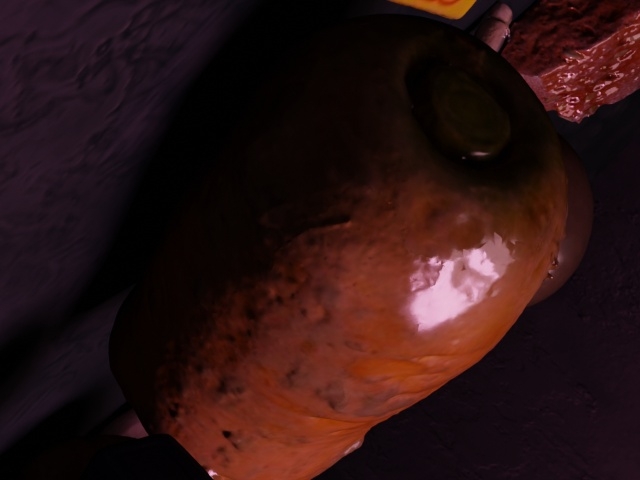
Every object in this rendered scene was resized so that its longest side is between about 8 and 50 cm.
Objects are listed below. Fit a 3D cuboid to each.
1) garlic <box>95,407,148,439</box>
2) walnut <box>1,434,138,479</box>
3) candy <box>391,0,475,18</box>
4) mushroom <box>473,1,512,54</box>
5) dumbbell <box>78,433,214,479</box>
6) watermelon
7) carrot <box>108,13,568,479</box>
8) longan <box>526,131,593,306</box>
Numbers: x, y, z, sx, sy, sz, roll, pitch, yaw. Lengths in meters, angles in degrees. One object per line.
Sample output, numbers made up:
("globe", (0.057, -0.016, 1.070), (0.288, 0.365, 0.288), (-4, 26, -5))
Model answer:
("garlic", (-0.140, 0.235, 1.523), (0.178, 0.143, 0.229), (-35, 156, 2))
("walnut", (-0.187, 0.286, 1.324), (0.283, 0.283, 0.227), (118, -8, -58))
("candy", (0.082, -0.227, 0.674), (0.146, 0.088, 0.276), (3, 134, -51))
("mushroom", (0.101, -0.131, 1.339), (0.187, 0.061, 0.060), (-48, 143, -33))
("dumbbell", (-0.207, 0.225, 0.988), (0.316, 0.144, 0.156), (-12, 152, -32))
("watermelon", (0.245, -0.187, 1.549), (0.256, 0.140, 0.193), (-33, 158, -22))
("carrot", (0.004, 0.014, 1.051), (0.224, 0.224, 0.341), (-34, 172, -46))
("longan", (0.176, -0.023, 1.667), (0.212, 0.198, 0.198), (-26, 174, 12))
